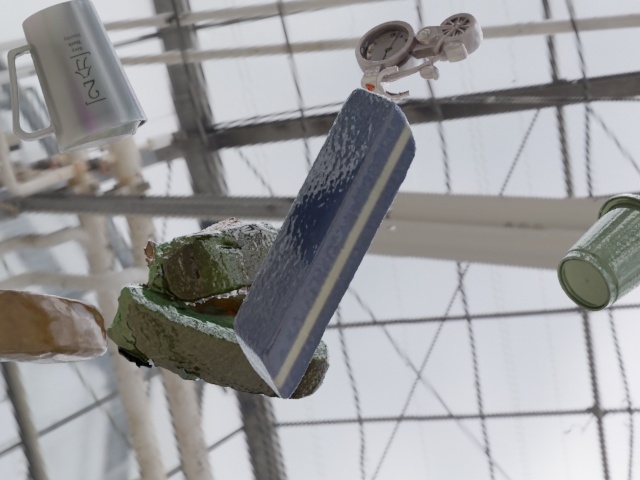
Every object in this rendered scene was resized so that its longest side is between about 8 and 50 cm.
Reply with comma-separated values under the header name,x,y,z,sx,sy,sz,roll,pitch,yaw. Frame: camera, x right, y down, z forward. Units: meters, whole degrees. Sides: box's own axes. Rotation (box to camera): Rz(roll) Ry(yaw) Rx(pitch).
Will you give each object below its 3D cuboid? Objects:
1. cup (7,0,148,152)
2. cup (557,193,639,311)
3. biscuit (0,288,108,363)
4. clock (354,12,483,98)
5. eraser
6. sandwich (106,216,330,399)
name,x,y,z,sx,sy,sz,roll,pitch,yaw
cup,-0.208,-0.126,0.943,0.116,0.104,0.074,68,-14,-2
cup,0.361,0.021,1.411,0.120,0.141,0.120,35,-33,27
biscuit,-0.268,0.048,0.711,0.301,0.278,0.043,141,-44,-78
clock,0.095,-0.185,1.141,0.129,0.087,0.041,-8,-42,24
eraser,0.000,0.000,0.838,0.225,0.036,0.082,-63,-155,3
sandwich,-0.100,0.047,1.359,0.250,0.301,0.162,21,-72,-11
